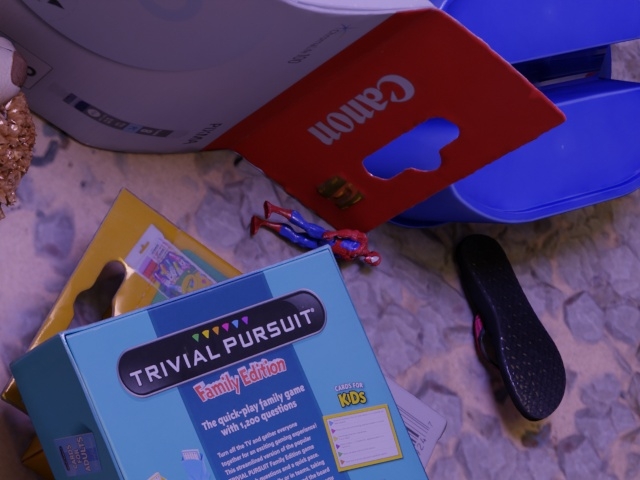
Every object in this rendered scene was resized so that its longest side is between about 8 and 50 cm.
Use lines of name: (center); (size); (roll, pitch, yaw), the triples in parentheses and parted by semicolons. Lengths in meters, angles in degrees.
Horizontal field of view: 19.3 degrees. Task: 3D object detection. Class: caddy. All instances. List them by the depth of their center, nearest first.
caddy: (0.151, -0.138, 1.618); (0.341, 0.179, 0.241); (-14, 103, -34)

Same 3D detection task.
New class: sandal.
sandal: (0.160, 0.079, 1.627); (0.067, 0.040, 0.179); (0, 58, -37)

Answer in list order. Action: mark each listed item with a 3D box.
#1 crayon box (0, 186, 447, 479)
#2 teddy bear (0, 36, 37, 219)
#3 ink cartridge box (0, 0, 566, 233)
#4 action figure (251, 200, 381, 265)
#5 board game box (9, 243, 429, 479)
crayon box: (-0.080, 0.137, 1.425); (0.323, 0.083, 0.203); (37, 57, -16)
teddy bear: (-0.333, -0.150, 1.310); (0.338, 0.245, 0.113); (35, 93, -10)
ink cartridge box: (-0.059, -0.121, 1.398); (0.385, 0.308, 0.091); (36, 57, -17)
action figure: (0.000, 0.000, 1.554); (0.115, 0.038, 0.030); (17, 42, -24)
board game box: (-0.038, 0.196, 1.315); (0.253, 0.079, 0.336); (-18, 82, -42)
